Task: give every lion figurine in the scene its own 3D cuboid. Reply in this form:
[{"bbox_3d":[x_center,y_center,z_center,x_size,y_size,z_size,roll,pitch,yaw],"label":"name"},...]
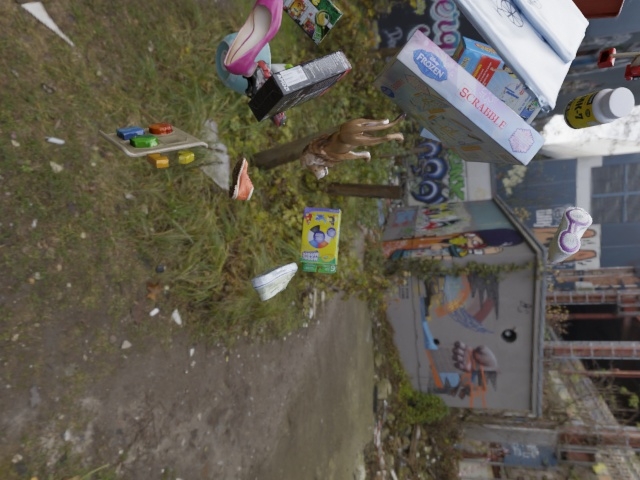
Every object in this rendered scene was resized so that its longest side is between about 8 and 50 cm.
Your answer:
[{"bbox_3d":[0.091,-0.334,1.434,0.392,0.240,0.142,145,-62,-63],"label":"lion figurine"}]

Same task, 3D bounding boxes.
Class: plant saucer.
[{"bbox_3d":[0.898,-0.857,1.401,0.259,0.047,0.259,36,-59,54],"label":"plant saucer"}]

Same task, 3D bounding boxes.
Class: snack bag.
[{"bbox_3d":[0.375,-0.445,0.805,0.323,0.037,0.342,44,57,-11],"label":"snack bag"}]

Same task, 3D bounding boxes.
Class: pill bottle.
[{"bbox_3d":[0.993,-0.473,1.536,0.208,0.119,0.119,-152,-123,-79],"label":"pill bottle"}]

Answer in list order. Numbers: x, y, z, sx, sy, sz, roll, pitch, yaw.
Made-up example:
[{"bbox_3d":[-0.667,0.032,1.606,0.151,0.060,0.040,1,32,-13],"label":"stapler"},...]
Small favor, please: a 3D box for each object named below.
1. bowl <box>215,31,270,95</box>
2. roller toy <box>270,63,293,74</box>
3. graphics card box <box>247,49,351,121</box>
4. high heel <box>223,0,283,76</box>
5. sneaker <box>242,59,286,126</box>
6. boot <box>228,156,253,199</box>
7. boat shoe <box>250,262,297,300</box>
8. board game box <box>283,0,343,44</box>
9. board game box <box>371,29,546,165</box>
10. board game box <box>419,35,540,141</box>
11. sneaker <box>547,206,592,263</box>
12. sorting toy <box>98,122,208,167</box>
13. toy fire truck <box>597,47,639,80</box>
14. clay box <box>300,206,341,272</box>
[{"bbox_3d":[-0.377,-0.824,1.989,0.163,0.311,0.312,-12,100,-36],"label":"bowl"},{"bbox_3d":[-0.225,-0.791,2.174,0.146,0.191,0.209,-26,131,-46],"label":"roller toy"},{"bbox_3d":[-0.081,-0.601,1.668,0.371,0.232,0.094,-36,99,-32],"label":"graphics card box"},{"bbox_3d":[-0.173,-0.539,1.087,0.244,0.082,0.117,-58,173,17],"label":"high heel"},{"bbox_3d":[-0.242,-0.604,1.805,0.097,0.135,0.276,16,-48,60],"label":"sneaker"},{"bbox_3d":[-0.286,-0.227,1.600,0.084,0.059,0.158,10,94,-36],"label":"boot"},{"bbox_3d":[-0.178,0.159,1.699,0.302,0.109,0.094,-23,98,-64],"label":"boat shoe"},{"bbox_3d":[-0.059,-0.827,1.484,0.259,0.136,0.030,42,33,-9],"label":"board game box"},{"bbox_3d":[0.273,-0.287,0.928,0.066,0.318,0.319,-53,-171,8],"label":"board game box"},{"bbox_3d":[0.511,-0.429,1.339,0.308,0.301,0.086,113,-9,-47],"label":"board game box"},{"bbox_3d":[1.029,-0.026,1.801,0.305,0.114,0.152,-45,162,-29],"label":"sneaker"},{"bbox_3d":[-0.425,-0.264,1.139,0.229,0.307,0.041,-17,125,-38],"label":"sorting toy"},{"bbox_3d":[0.972,-0.545,1.306,0.135,0.192,0.047,19,85,-39],"label":"toy fire truck"},{"bbox_3d":[0.000,0.000,1.494,0.053,0.127,0.222,31,63,-80],"label":"clay box"}]
